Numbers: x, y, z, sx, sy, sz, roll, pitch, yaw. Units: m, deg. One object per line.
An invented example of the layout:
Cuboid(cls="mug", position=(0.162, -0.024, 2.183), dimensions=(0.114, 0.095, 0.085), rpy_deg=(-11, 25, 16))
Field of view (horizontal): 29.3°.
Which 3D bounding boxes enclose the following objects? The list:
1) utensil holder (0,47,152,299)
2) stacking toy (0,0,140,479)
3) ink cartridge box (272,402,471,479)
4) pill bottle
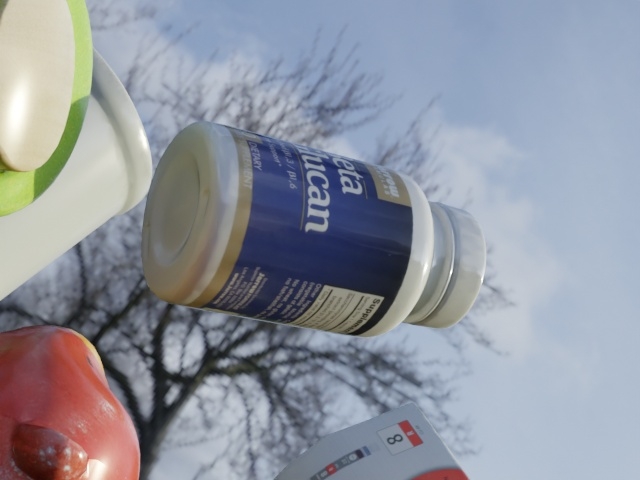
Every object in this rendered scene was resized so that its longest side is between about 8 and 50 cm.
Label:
Cuboid(cls="utensil holder", position=(-0.460, -0.075, 1.522), dimensions=(0.328, 0.385, 0.327), rpy_deg=(31, -36, 26))
Cuboid(cls="stacking toy", position=(-0.136, -0.027, 0.423), dimensions=(0.130, 0.279, 0.309), rpy_deg=(10, -24, 21))
Cuboid(cls="ink cartridge box", position=(0.014, 0.185, 0.746), dimensions=(0.145, 0.179, 0.045), rpy_deg=(-127, -151, -44))
Cuboid(cls="pill bottle", position=(0.000, 0.000, 0.645), dimensions=(0.169, 0.094, 0.094), rpy_deg=(12, -12, -29))
